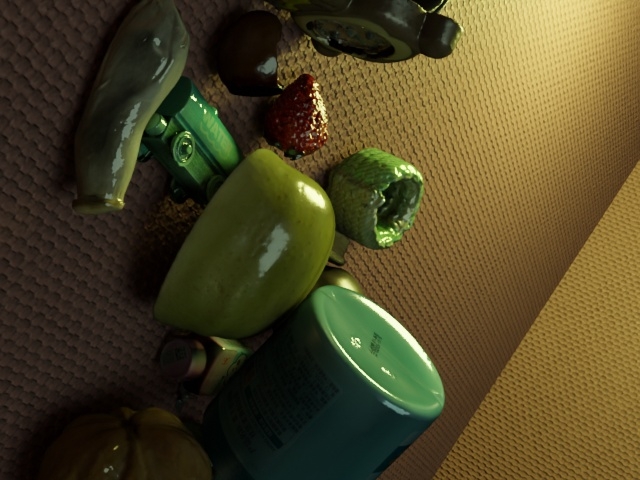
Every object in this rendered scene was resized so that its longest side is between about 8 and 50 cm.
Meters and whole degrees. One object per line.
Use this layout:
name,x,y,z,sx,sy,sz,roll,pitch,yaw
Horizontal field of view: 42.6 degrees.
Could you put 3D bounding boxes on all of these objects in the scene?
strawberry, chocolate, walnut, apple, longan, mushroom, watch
strawberry,-0.034,-0.224,1.520,0.148,0.131,0.131,-51,148,-1
chocolate,-0.108,-0.311,1.355,0.127,0.124,0.133,4,80,-53
walnut,-0.351,0.472,1.462,0.306,0.306,0.344,-19,126,-47
apple,-0.140,0.021,1.503,0.320,0.311,0.360,32,91,-31
longan,-0.001,0.169,1.789,0.248,0.248,0.248,-35,140,-36
mushroom,-0.283,-0.202,1.203,0.097,0.109,0.352,-138,-108,-80
watch,0.086,-0.496,1.372,0.335,0.314,0.327,21,85,-47

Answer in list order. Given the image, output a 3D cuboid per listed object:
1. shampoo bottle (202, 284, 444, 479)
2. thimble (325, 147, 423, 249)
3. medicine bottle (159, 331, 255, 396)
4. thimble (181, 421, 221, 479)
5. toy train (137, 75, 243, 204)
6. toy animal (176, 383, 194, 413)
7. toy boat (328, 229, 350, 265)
shampoo bottle,0.007,0.307,1.539,0.343,0.331,0.331,-49,152,20
thimble,0.115,-0.095,1.805,0.219,0.150,0.219,-36,141,-35
medicine bottle,-0.230,0.243,1.632,0.119,0.094,0.188,-60,149,5
thimble,-0.287,0.494,1.709,0.235,0.143,0.199,-8,120,-50
toy train,-0.210,-0.157,1.362,0.159,0.101,0.248,-67,152,-22
toy animal,-0.274,0.317,1.693,0.050,0.028,0.084,-8,122,-42
toy boat,0.000,0.000,1.752,0.188,0.116,0.061,33,80,-57
